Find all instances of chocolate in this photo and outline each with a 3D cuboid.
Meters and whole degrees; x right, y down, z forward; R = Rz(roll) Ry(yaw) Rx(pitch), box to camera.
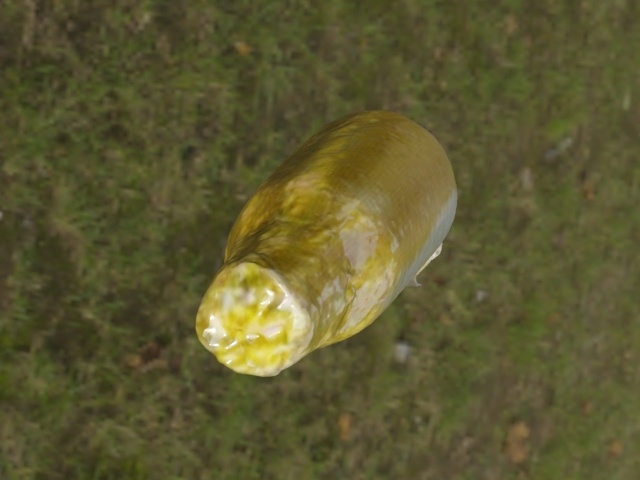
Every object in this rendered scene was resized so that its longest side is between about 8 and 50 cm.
[{"bbox_3d":[0.000,0.000,0.585,0.219,0.086,0.085,-41,134,-72],"label":"chocolate"}]
